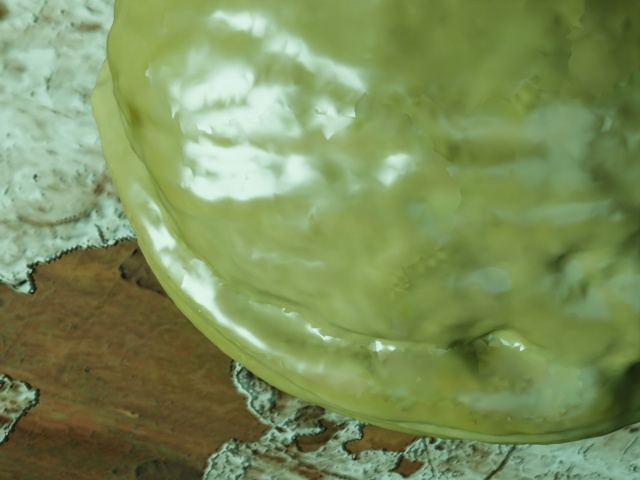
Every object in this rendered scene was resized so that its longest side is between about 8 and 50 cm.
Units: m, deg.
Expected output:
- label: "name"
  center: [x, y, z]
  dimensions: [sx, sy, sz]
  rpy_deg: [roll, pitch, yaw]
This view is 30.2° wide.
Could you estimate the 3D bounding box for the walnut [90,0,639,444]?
- label: "walnut"
  center: [0.062, -0.059, 0.528]
  dimensions: [0.333, 0.333, 0.333]
  rpy_deg: [-6, 131, -7]
